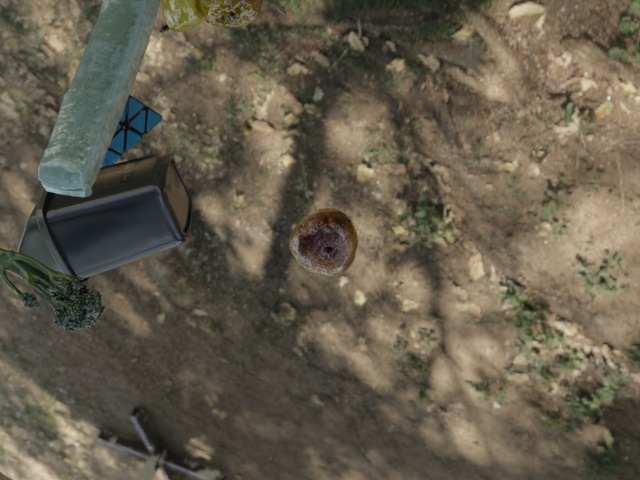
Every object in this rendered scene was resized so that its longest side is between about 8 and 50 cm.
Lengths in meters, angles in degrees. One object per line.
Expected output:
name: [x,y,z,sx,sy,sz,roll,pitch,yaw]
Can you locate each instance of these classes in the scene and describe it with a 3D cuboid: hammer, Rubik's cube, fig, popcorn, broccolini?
hammer: [-0.067,-0.615,1.878,0.029,0.123,0.014,38,157,-4]
Rubik's cube: [-0.498,-0.306,1.680,0.190,0.211,0.178,28,148,9]
fig: [0.000,0.000,1.762,0.159,0.159,0.257,31,178,-12]
popcorn: [-0.184,-0.525,1.288,0.280,0.297,0.316,-12,103,32]
broccolini: [-0.500,0.041,1.106,0.391,0.074,0.079,19,125,10]

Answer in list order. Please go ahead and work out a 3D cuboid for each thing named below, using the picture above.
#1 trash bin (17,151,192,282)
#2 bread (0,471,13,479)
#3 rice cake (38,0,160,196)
trash bin: [-0.393,-0.042,1.367,0.290,0.209,0.183,-16,118,5]
bread: [-0.473,0.378,0.975,0.148,0.141,0.134,28,179,8]
rice cake: [-0.138,-0.102,0.473,0.033,0.171,0.029,7,152,6]
